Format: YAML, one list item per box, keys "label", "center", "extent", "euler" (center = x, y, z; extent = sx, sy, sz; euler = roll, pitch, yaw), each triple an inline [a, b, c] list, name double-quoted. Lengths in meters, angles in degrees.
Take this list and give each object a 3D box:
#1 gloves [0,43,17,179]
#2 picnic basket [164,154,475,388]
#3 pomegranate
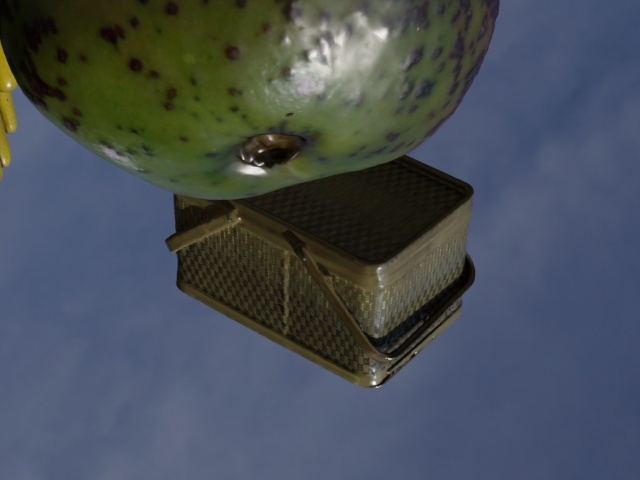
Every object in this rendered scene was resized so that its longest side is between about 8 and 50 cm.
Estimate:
- label: "gloves"
  center: [-0.301, -0.200, 1.219]
  extent: [0.116, 0.133, 0.294]
  euler: [2, -80, 17]
- label: "picnic basket"
  center: [0.000, 0.000, 1.216]
  extent: [0.266, 0.139, 0.165]
  euler: [27, -137, 29]
- label: "pomegranate"
  center: [-0.028, -0.142, 0.585]
  extent: [0.214, 0.214, 0.248]
  euler: [-13, -116, 30]
